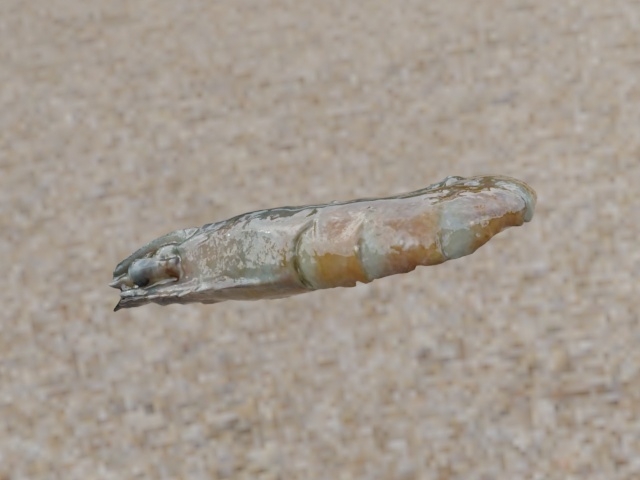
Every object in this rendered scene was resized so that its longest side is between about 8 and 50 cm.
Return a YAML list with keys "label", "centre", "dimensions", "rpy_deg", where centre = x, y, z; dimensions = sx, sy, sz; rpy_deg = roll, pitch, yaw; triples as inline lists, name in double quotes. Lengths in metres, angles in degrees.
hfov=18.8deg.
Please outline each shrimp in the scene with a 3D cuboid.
- label: "shrimp"
  centre: [0.000, 0.000, 1.287]
  dimensions: [0.316, 0.062, 0.164]
  rpy_deg: [-11, 5, 30]
